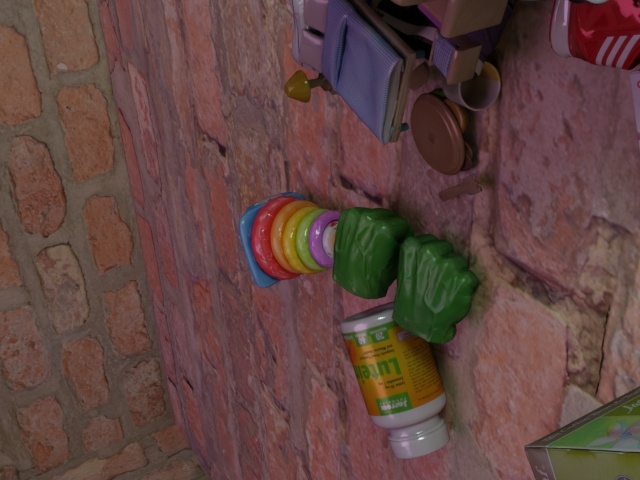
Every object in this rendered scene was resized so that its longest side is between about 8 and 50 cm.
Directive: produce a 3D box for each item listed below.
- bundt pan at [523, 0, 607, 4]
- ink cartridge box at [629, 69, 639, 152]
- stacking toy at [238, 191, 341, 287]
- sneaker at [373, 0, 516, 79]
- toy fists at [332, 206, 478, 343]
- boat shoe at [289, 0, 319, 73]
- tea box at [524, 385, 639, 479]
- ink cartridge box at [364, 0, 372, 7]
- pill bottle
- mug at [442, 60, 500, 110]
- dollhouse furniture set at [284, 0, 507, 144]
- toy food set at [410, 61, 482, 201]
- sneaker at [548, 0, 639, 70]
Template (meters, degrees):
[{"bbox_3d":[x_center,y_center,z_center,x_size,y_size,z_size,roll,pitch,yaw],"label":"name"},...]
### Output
[{"bbox_3d":[0.195,-0.345,0.623,0.124,0.330,0.331,-38,-68,-80],"label":"bundt pan"},{"bbox_3d":[0.356,-0.112,0.755,0.088,0.052,0.122,9,115,61],"label":"ink cartridge box"},{"bbox_3d":[0.000,0.000,1.451,0.302,0.175,0.166,5,114,50],"label":"stacking toy"},{"bbox_3d":[0.164,-0.294,0.996,0.124,0.107,0.283,-55,27,11],"label":"sneaker"},{"bbox_3d":[0.128,0.037,1.229,0.279,0.096,0.142,33,127,42],"label":"toy fists"},{"bbox_3d":[-0.002,-0.376,1.280,0.076,0.083,0.226,39,152,31],"label":"boat shoe"},{"bbox_3d":[0.415,0.307,0.722,0.323,0.220,0.329,-26,83,63],"label":"tea box"},{"bbox_3d":[0.050,-0.354,1.077,0.224,0.045,0.223,-84,-1,-51],"label":"ink cartridge box"},{"bbox_3d":[0.133,0.234,1.327,0.136,0.136,0.246,-18,90,64],"label":"pill bottle"},{"bbox_3d":[0.196,-0.208,1.019,0.062,0.078,0.064,44,175,-25],"label":"mug"},{"bbox_3d":[0.016,-0.210,0.877,0.286,0.198,0.303,57,153,35],"label":"dollhouse furniture set"},{"bbox_3d":[0.175,-0.153,1.114,0.192,0.038,0.132,66,162,-1],"label":"toy food set"},{"bbox_3d":[0.298,-0.270,0.757,0.128,0.087,0.221,33,148,41],"label":"sneaker"}]
